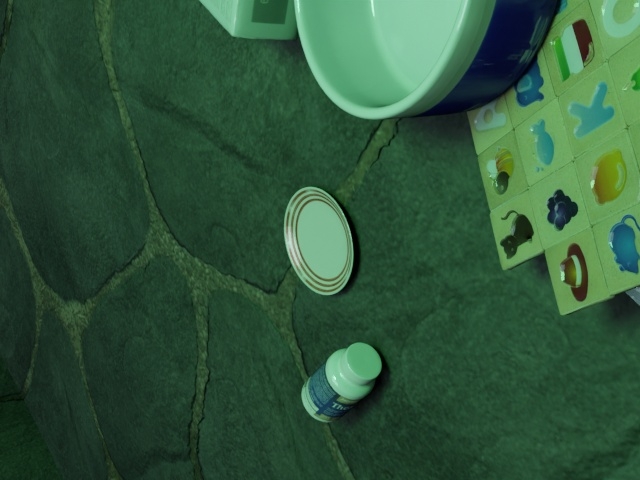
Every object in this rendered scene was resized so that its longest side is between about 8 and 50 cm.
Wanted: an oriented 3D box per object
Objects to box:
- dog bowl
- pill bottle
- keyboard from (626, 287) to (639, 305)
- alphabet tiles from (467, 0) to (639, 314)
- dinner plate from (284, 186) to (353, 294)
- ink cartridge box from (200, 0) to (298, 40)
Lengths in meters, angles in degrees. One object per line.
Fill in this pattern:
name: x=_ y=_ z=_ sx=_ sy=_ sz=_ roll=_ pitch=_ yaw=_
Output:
dog bowl: x=0.085 y=-0.245 z=0.697 sx=0.265 sy=0.104 sz=0.265 roll=20 pitch=114 yaw=55
pill bottle: x=0.028 y=0.178 z=0.971 sx=0.067 sy=0.067 sz=0.120 roll=60 pitch=141 yaw=20
keyboard: x=0.342 y=0.097 z=0.586 sx=0.256 sy=0.014 sz=0.072 roll=50 pitch=131 yaw=29
alphabet tiles: x=0.227 y=-0.110 z=0.582 sx=0.342 sy=0.011 sz=0.285 roll=-40 pitch=56 yaw=58
dinner plate: x=0.000 y=0.000 z=0.989 sx=0.141 sy=0.017 sz=0.141 roll=22 pitch=119 yaw=46
ink cartridge box: x=-0.106 y=-0.455 z=0.947 sx=0.385 sy=0.091 sz=0.308 roll=-124 pitch=37 yaw=-51
